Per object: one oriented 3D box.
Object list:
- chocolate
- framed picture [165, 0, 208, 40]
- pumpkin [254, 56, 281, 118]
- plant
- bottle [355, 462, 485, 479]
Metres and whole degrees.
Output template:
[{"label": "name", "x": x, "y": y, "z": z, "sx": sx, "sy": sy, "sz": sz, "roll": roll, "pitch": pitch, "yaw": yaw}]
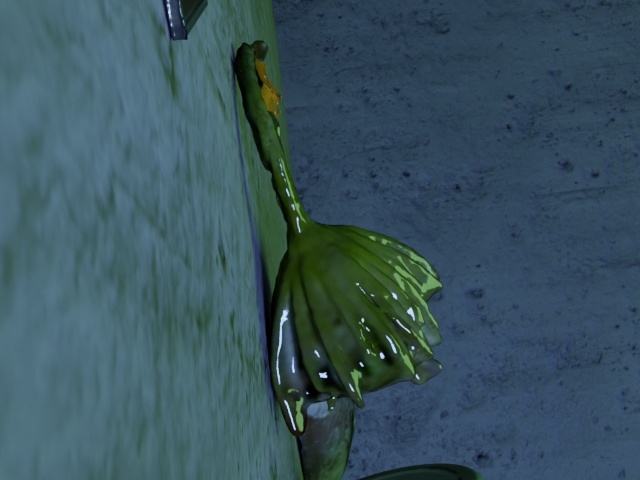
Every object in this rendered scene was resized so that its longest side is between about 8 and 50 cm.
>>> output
[{"label": "chocolate", "x": 0.007, "y": 0.227, "z": 0.991, "sx": 0.157, "sy": 0.080, "sz": 0.254, "roll": -98, "pitch": 180, "yaw": -48}, {"label": "framed picture", "x": -0.077, "y": -0.184, "z": 0.360, "sx": 0.109, "sy": 0.011, "sz": 0.149, "roll": -99, "pitch": -179, "yaw": -64}, {"label": "pumpkin", "x": -0.068, "y": -0.182, "z": 0.950, "sx": 0.073, "sy": 0.035, "sz": 0.101, "roll": -94, "pitch": 180, "yaw": -46}, {"label": "plant", "x": -0.032, "y": 0.012, "z": 0.684, "sx": 0.333, "sy": 0.180, "sz": 0.251, "roll": 48, "pitch": 20, "yaw": -18}, {"label": "bottle", "x": 0.112, "y": 0.438, "z": 0.775, "sx": 0.229, "sy": 0.229, "sz": 0.351, "roll": 92, "pitch": -17, "yaw": -88}]
